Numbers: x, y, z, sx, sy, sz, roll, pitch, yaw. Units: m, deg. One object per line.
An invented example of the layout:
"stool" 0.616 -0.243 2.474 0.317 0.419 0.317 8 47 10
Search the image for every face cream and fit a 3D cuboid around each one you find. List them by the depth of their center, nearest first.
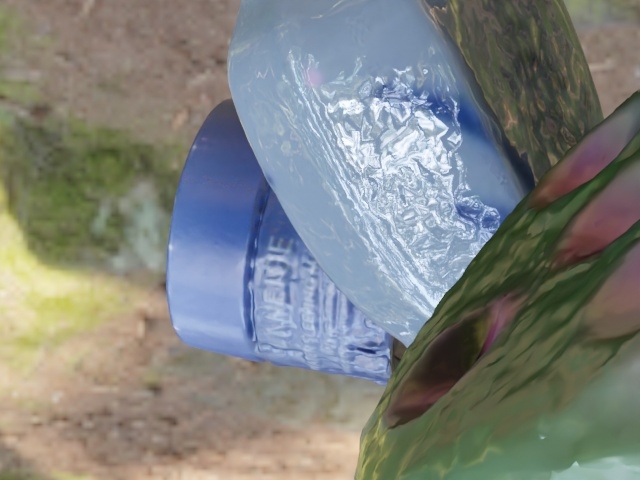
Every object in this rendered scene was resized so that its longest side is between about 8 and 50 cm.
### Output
"face cream" 0.000 0.000 1.516 0.225 0.249 0.249 9 169 14

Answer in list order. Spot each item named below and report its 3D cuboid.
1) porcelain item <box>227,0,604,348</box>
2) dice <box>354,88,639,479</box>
"porcelain item" 0.068 -0.096 1.084 0.178 0.405 0.242 -19 -172 36
"dice" 0.231 0.092 0.647 0.322 0.318 0.330 45 147 -10
